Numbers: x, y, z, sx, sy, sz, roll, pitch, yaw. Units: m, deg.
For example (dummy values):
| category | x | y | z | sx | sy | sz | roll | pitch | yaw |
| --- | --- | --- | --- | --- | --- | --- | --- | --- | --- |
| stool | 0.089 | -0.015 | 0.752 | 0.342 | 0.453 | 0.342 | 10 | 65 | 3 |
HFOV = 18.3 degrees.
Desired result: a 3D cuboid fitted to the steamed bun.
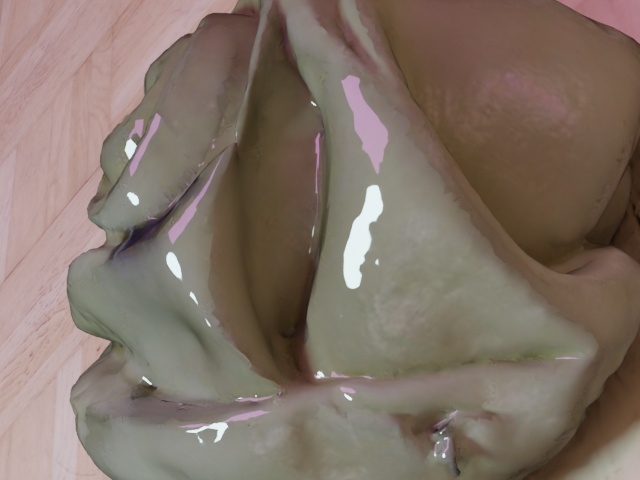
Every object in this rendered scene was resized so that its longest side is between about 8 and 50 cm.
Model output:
| category | x | y | z | sx | sy | sz | roll | pitch | yaw |
| --- | --- | --- | --- | --- | --- | --- | --- | --- | --- |
| steamed bun | 0.000 | 0.000 | 1.053 | 0.367 | 0.255 | 0.342 | -47 | 22 | 23 |
